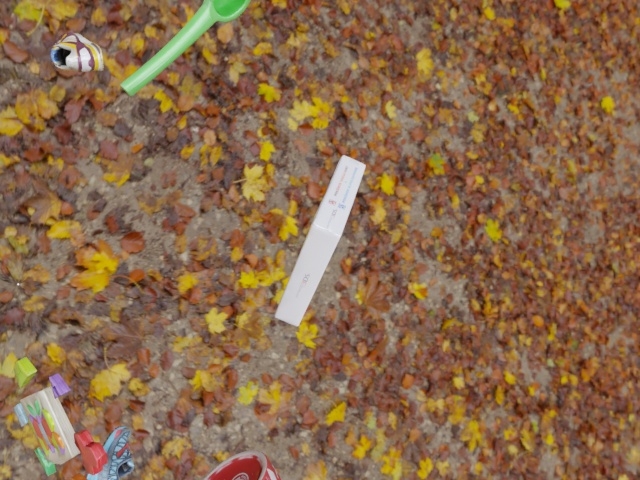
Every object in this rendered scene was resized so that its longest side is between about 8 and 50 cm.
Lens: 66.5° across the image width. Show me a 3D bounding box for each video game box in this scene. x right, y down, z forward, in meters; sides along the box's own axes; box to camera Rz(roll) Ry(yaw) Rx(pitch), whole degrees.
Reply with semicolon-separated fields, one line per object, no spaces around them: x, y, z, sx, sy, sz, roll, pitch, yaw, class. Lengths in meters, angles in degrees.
0.000;0.000;0.750;0.048;0.205;0.187;24;42;1;video game box

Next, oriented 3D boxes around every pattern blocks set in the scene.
-0.513;0.357;0.928;0.026;0.325;0.285;-23;72;-47;pattern blocks set

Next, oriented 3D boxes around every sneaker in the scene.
-0.540;-0.402;1.039;0.084;0.185;0.070;-21;127;-43;sneaker
-0.657;0.710;1.572;0.125;0.262;0.104;28;103;-6;sneaker

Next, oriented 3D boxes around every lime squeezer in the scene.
-0.110;-0.283;0.502;0.110;0.059;0.310;14;76;-5;lime squeezer

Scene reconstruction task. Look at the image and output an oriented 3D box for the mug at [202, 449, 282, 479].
-0.045;0.318;0.507;0.113;0.150;0.169;-37;105;-43;mug
